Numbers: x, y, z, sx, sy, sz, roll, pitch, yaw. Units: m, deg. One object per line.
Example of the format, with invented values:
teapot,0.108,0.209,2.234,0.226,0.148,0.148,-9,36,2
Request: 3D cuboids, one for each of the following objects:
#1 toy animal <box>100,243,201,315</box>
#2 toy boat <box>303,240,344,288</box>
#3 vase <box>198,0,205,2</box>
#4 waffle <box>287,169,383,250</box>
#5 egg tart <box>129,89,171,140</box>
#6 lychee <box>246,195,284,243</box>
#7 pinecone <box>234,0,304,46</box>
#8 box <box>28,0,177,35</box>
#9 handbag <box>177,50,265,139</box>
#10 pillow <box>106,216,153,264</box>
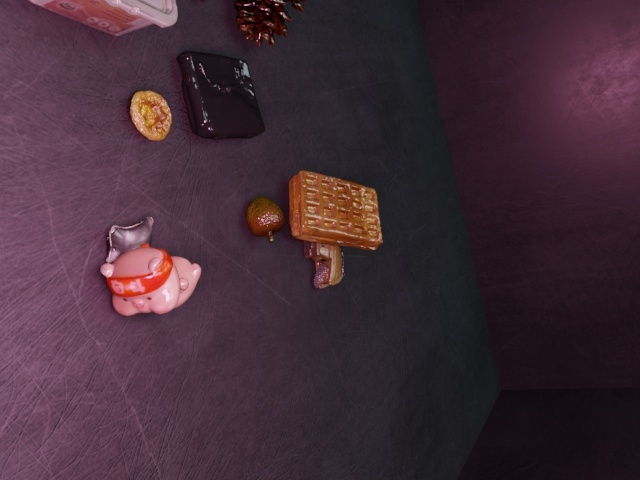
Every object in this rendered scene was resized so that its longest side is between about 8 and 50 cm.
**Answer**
toy animal,-0.368,0.090,1.367,0.197,0.171,0.171,28,58,-68
toy boat,0.000,0.000,2.097,0.121,0.089,0.321,2,78,-42
vase,-0.305,-0.754,1.781,0.120,0.120,0.183,53,54,-38
waffle,0.053,-0.094,2.050,0.327,0.098,0.224,10,67,-30
egg tart,-0.417,-0.304,1.515,0.130,0.052,0.130,20,67,-55
lychee,-0.160,-0.062,1.823,0.114,0.114,0.146,19,48,-56
pinecone,-0.152,-0.747,1.909,0.244,0.244,0.309,7,91,-59
box,-0.482,-0.560,1.349,0.312,0.182,0.175,4,79,-58
handbag,-0.277,-0.400,1.746,0.275,0.088,0.244,-18,95,-56
pillow,-0.428,0.001,1.406,0.135,0.055,0.091,-20,101,-58
